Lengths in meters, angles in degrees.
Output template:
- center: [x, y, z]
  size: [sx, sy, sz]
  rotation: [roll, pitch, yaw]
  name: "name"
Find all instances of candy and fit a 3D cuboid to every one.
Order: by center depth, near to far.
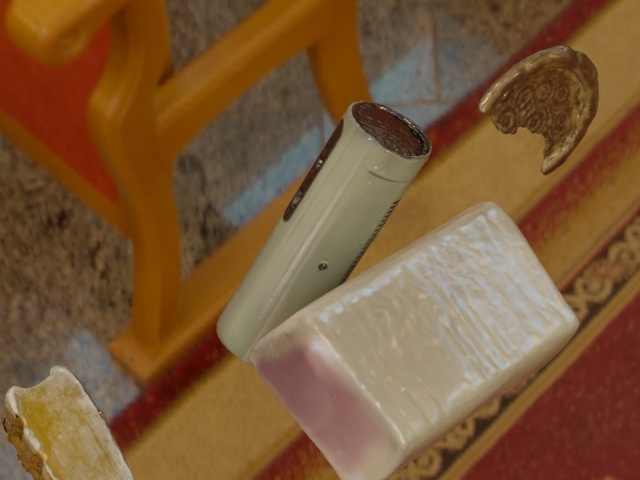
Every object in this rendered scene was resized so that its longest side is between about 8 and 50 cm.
- center: [0.116, 0.110, 1.746]
  size: [0.359, 0.145, 0.208]
  rotation: [-28, 76, -40]
  name: "candy"

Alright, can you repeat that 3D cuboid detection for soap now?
- center: [-0.296, 0.248, 1.799]
  size: [0.089, 0.274, 0.173]
  rotation: [-30, 86, -18]
  name: "soap"

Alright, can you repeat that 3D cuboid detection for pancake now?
- center: [0.255, -0.148, 1.832]
  size: [0.190, 0.184, 0.020]
  rotation: [-7, 41, -31]
  name: "pancake"

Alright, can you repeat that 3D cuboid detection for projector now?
- center: [0.000, 0.000, 1.777]
  size: [0.108, 0.337, 0.108]
  rotation: [24, 29, -15]
  name: "projector"
